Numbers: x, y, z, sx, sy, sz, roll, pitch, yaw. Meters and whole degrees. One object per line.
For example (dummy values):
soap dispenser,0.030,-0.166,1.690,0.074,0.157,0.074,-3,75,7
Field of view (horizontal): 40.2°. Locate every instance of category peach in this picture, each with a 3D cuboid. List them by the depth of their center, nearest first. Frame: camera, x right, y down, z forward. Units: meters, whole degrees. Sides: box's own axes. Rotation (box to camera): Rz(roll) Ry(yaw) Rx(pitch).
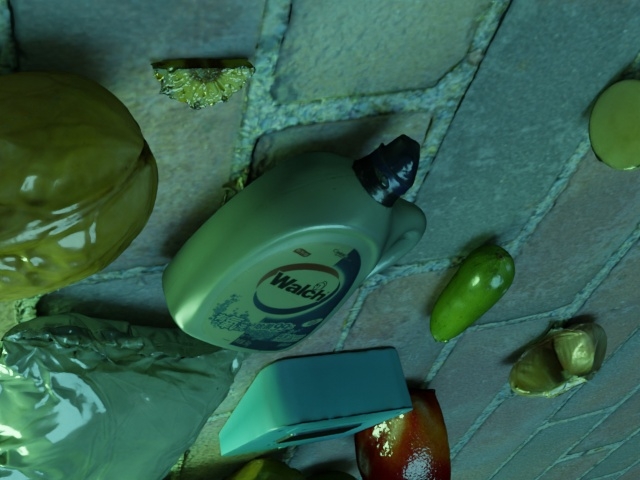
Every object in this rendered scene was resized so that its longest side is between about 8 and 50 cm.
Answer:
peach,0.139,0.355,1.449,0.159,0.154,0.267,-16,149,-7

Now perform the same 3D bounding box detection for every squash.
squash,0.191,0.074,1.129,0.066,0.066,0.201,-6,146,-24

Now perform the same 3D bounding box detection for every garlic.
garlic,0.385,0.196,1.423,0.174,0.099,0.124,-28,168,19

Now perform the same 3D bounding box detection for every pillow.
pillow,-0.252,0.189,0.974,0.310,0.138,0.283,11,128,-45

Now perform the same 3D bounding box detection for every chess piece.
chess piece,0.371,-0.123,0.926,0.170,0.094,0.094,-7,147,-37

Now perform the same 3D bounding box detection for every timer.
timer,-0.016,0.249,1.294,0.232,0.091,0.250,-2,156,-30

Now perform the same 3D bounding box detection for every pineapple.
pineapple,-0.094,-0.125,0.693,0.083,0.019,0.045,-8,141,-20

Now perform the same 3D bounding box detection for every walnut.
walnut,-0.218,-0.036,0.627,0.206,0.159,0.159,-16,149,3

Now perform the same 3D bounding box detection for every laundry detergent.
laundry detergent,0.000,0.000,0.863,0.280,0.105,0.215,-39,144,24

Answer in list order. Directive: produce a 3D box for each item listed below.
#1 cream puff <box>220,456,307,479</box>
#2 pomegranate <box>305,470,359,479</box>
cream puff,-0.122,0.509,1.373,0.327,0.231,0.343,-41,-177,-41
pomegranate,0.015,0.506,1.621,0.179,0.210,0.179,-7,112,-17
